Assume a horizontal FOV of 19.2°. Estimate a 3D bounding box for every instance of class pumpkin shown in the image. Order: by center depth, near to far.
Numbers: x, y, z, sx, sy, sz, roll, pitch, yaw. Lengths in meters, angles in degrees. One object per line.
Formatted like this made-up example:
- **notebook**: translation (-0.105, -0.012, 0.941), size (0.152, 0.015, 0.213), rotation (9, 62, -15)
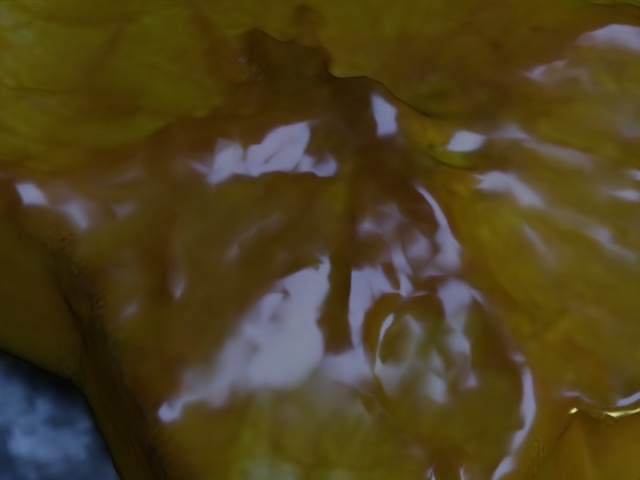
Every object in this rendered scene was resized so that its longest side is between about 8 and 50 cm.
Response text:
- **pumpkin**: translation (0.005, -0.021, 0.477), size (0.258, 0.095, 0.290), rotation (-32, 63, -23)
